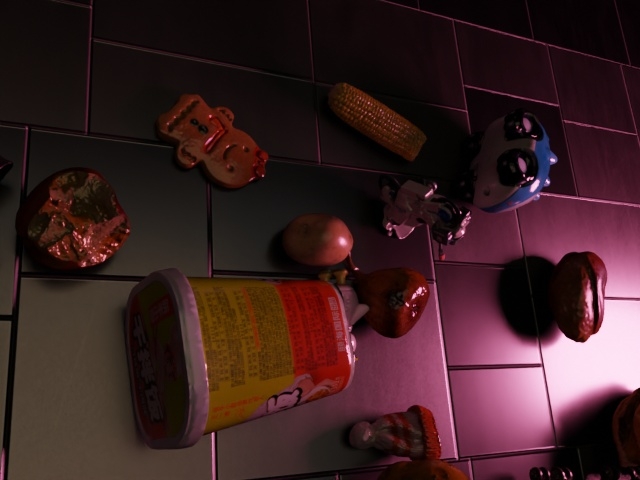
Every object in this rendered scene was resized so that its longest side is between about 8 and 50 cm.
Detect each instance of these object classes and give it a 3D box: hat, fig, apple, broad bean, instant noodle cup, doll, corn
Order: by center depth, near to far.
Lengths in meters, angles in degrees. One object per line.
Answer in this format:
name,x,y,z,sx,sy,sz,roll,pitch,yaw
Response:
apple,-0.406,-0.032,1.022,0.158,0.147,0.156,-29,120,-22
instant noodle cup,-0.128,0.178,1.034,0.308,0.294,0.293,-2,74,-35
hat,0.135,0.369,1.189,0.162,0.093,0.112,7,44,-18
doll,0.033,0.155,1.207,0.129,0.081,0.207,-8,79,12
fig,0.110,0.100,1.268,0.201,0.133,0.146,30,39,20
corn,0.126,-0.265,1.402,0.248,0.081,0.081,30,62,-15
broad bean,0.609,0.129,1.489,0.156,0.122,0.228,39,61,-45

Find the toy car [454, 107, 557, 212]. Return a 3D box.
toy car,0.450,-0.172,1.474,0.190,0.188,0.255,30,60,-22

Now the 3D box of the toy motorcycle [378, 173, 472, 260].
toy motorcycle,0.212,-0.054,1.322,0.102,0.221,0.150,-39,137,-29

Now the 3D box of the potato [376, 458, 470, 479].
potato,0.240,0.554,1.130,0.195,0.176,0.369,-43,100,-28

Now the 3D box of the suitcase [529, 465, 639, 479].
suitcase,0.575,0.677,1.245,0.283,0.194,0.433,9,71,-24

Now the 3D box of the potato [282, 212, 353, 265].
potato,-0.003,0.001,1.234,0.147,0.112,0.112,-2,74,-20

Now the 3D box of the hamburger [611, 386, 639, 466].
hamburger,0.815,0.418,1.471,0.330,0.162,0.208,8,67,-22

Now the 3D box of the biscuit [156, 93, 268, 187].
biscuit,-0.207,-0.189,1.235,0.225,0.036,0.166,42,58,-9

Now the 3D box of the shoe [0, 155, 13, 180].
shoe,-0.534,-0.093,1.000,0.093,0.108,0.241,-17,88,-32
